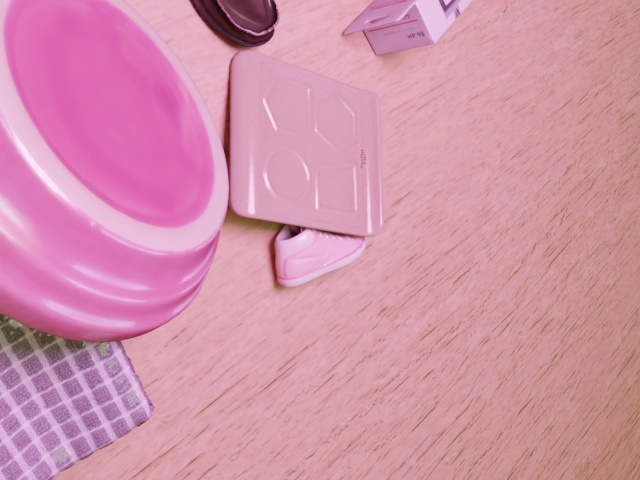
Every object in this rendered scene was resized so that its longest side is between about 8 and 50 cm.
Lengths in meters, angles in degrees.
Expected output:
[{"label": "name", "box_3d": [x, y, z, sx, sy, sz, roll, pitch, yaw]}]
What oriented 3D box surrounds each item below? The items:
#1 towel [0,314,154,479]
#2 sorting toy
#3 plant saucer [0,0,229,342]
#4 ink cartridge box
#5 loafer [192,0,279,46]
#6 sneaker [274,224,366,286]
[{"label": "towel", "box_3d": [-0.289, 0.092, 0.546, 0.235, 0.121, 0.284, -35, 114, -33]}, {"label": "sorting toy", "box_3d": [-0.015, -0.108, 0.809, 0.208, 0.038, 0.193, 7, 76, -36]}, {"label": "plant saucer", "box_3d": [-0.183, -0.089, 0.541, 0.332, 0.084, 0.332, 45, 30, -35]}, {"label": "ink cartridge box", "box_3d": [0.123, -0.301, 0.886, 0.180, 0.104, 0.060, -50, 123, -26]}, {"label": "loafer", "box_3d": [-0.106, -0.303, 0.707, 0.080, 0.078, 0.220, -48, 121, -28]}, {"label": "sneaker", "box_3d": [0.000, 0.000, 0.831, 0.134, 0.051, 0.070, -24, 113, -33]}]
